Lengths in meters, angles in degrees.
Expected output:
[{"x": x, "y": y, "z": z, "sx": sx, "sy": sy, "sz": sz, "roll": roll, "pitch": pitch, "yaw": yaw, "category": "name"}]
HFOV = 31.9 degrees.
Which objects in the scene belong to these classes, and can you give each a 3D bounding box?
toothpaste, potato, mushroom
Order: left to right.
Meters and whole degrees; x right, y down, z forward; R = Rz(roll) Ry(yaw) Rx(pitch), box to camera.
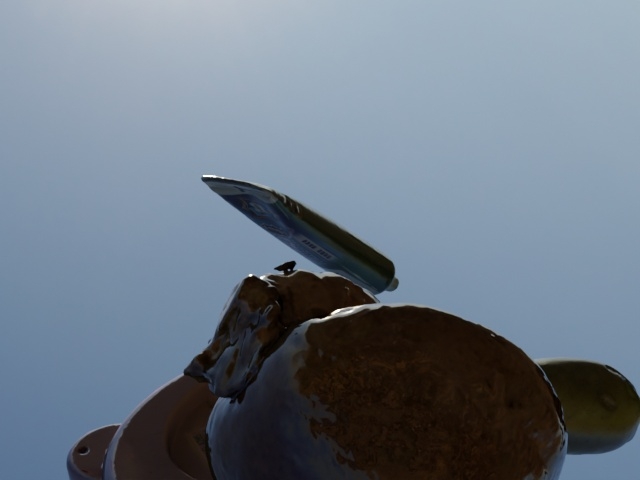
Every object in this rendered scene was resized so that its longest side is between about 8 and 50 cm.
[{"x": 0.000, "y": 0.000, "z": 1.388, "sx": 0.098, "sy": 0.061, "sz": 0.392, "roll": 11, "pitch": 168, "yaw": 36, "category": "toothpaste"}, {"x": 0.027, "y": 0.144, "z": 0.837, "sx": 0.283, "sy": 0.263, "sz": 0.195, "roll": 39, "pitch": -129, "yaw": 11, "category": "mushroom"}, {"x": 0.379, "y": 0.253, "z": 1.712, "sx": 0.228, "sy": 0.149, "sz": 0.197, "roll": 4, "pitch": 170, "yaw": 4, "category": "potato"}]

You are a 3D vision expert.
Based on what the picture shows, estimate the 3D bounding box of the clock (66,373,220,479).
[{"x": -0.055, "y": 0.217, "z": 1.076, "sx": 0.322, "sy": 0.113, "sz": 0.295, "roll": -23, "pitch": -144, "yaw": -28, "category": "clock"}]
